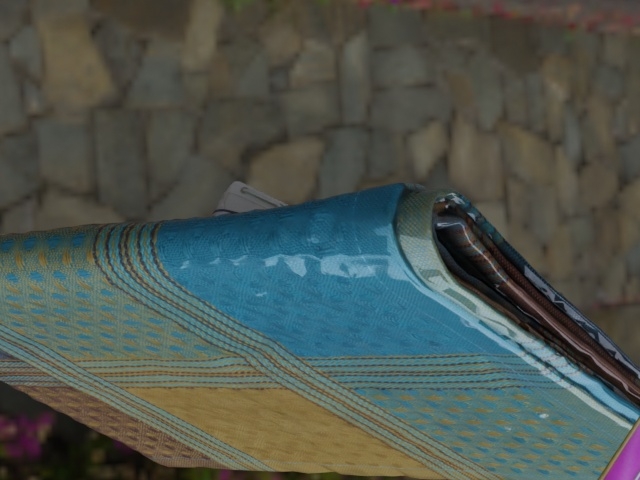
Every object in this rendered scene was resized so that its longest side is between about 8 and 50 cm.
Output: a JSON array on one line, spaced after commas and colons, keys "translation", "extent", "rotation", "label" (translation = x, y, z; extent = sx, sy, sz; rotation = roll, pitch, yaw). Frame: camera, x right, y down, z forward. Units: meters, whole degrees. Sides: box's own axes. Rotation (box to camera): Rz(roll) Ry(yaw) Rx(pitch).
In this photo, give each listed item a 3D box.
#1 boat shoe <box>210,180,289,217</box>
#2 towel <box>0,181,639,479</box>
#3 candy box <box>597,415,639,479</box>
[{"translation": [0.000, 0.000, 0.833], "extent": [0.100, 0.035, 0.035], "rotation": [20, 154, 7], "label": "boat shoe"}, {"translation": [-0.025, 0.054, 0.876], "extent": [0.370, 0.040, 0.271], "rotation": [-3, 152, 40], "label": "towel"}, {"translation": [0.201, 0.014, 0.671], "extent": [0.233, 0.071, 0.159], "rotation": [-43, 163, -36], "label": "candy box"}]
